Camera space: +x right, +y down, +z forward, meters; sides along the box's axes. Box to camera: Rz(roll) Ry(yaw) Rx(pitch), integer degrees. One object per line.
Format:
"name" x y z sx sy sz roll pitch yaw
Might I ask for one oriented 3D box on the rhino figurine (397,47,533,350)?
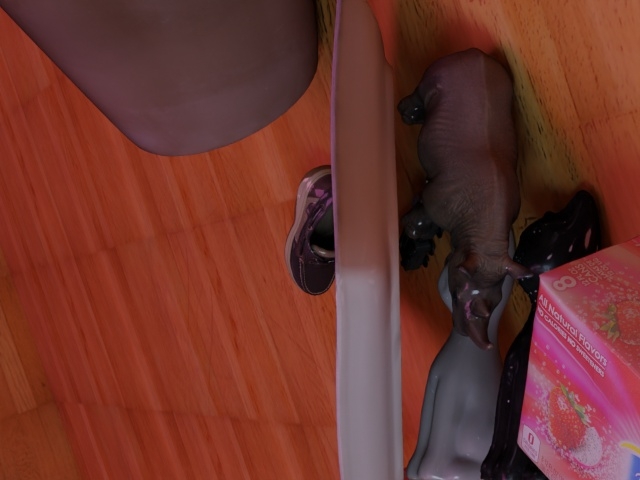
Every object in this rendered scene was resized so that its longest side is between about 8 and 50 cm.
"rhino figurine" 0.105 -0.031 1.136 0.106 0.073 0.243 123 150 -54

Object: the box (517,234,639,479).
"box" 0.260 0.135 0.920 0.300 0.142 0.154 48 148 42

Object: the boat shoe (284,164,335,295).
"boat shoe" 0.000 0.000 1.514 0.152 0.056 0.049 92 154 -42

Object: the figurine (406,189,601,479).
"figurine" 0.142 0.079 1.184 0.215 0.092 0.210 161 117 -68

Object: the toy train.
"toy train" 0.091 -0.024 1.327 0.158 0.027 0.036 110 147 -59

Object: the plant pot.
"plant pot" -0.134 -0.238 1.361 0.323 0.323 0.280 37 158 53

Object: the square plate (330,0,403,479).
"square plate" 0.037 0.031 1.237 0.344 0.049 0.347 -90 -3 -47

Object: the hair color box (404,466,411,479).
"hair color box" 0.098 0.226 1.365 0.043 0.141 0.072 43 146 48
